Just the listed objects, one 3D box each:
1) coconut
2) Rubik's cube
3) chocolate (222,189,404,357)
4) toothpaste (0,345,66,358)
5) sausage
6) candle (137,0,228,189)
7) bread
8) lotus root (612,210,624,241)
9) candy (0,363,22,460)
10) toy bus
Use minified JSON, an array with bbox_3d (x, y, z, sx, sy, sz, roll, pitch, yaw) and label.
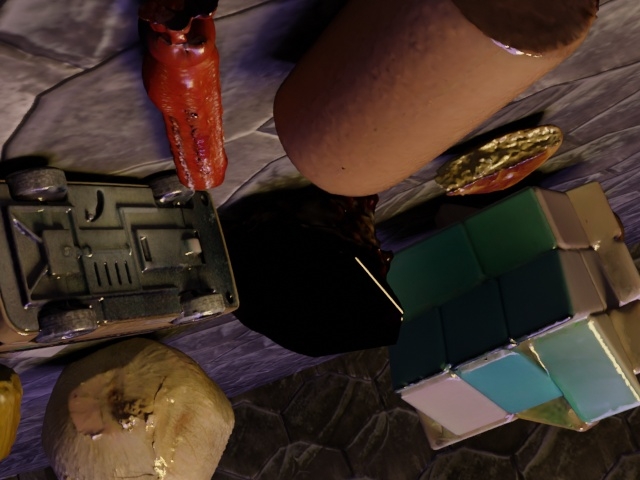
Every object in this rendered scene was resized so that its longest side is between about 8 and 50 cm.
[{"bbox_3d":[-0.299,0.300,1.587,0.297,0.297,0.254,-22,151,15],"label":"coconut"},{"bbox_3d":[0.265,0.110,1.395,0.387,0.358,0.368,-26,166,28],"label":"Rubik's cube"},{"bbox_3d":[0.000,0.000,1.137,0.224,0.206,0.177,-16,-144,39],"label":"chocolate"},{"bbox_3d":[-0.392,0.073,0.948,0.125,0.080,0.371,-17,166,28],"label":"toothpaste"},{"bbox_3d":[0.058,-0.114,0.656,0.123,0.123,0.253,-12,165,-29],"label":"sausage"},{"bbox_3d":[-0.094,-0.096,0.699,0.051,0.048,0.329,23,165,1],"label":"candle"},{"bbox_3d":[0.219,-0.099,1.130,0.154,0.054,0.136,-14,170,-47],"label":"bread"},{"bbox_3d":[0.458,-0.002,1.745,0.260,0.128,0.145,-8,154,-45],"label":"lotus root"},{"bbox_3d":[-0.429,0.163,0.985,0.260,0.118,0.260,11,177,1],"label":"candy"},{"bbox_3d":[-0.209,0.025,0.855,0.157,0.139,0.289,-20,172,30],"label":"toy bus"}]
